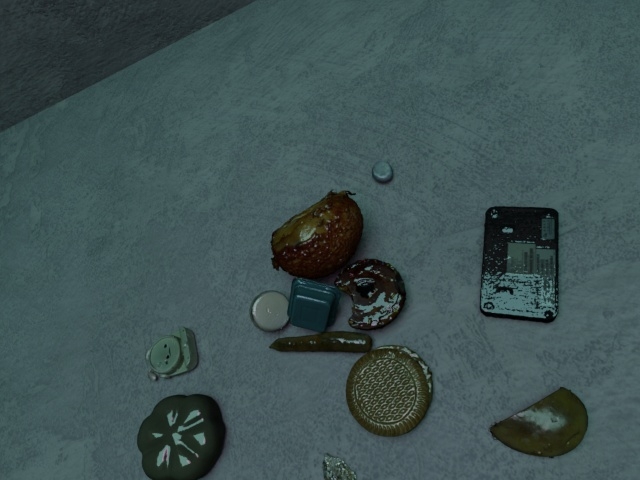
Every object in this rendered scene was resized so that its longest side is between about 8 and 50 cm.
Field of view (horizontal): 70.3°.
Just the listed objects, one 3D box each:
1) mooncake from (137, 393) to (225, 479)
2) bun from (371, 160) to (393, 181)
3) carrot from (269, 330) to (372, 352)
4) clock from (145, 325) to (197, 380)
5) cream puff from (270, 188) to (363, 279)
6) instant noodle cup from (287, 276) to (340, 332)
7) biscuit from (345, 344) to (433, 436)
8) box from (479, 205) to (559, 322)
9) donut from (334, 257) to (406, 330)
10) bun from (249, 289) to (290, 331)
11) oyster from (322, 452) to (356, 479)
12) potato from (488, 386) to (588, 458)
[{"bbox_3d":[-0.429,0.605,1.398,0.274,0.135,0.275,-6,63,11],"label":"mooncake"},{"bbox_3d":[0.222,-0.244,1.633,0.083,0.045,0.083,-6,67,14],"label":"bun"},{"bbox_3d":[-0.006,0.320,1.431,0.342,0.070,0.070,-5,64,18],"label":"carrot"},{"bbox_3d":[-0.522,0.396,1.566,0.190,0.062,0.152,-25,60,6],"label":"clock"},{"bbox_3d":[-0.003,0.001,1.458,0.350,0.350,0.229,-32,99,2],"label":"cream puff"},{"bbox_3d":[-0.027,0.209,1.409,0.157,0.179,0.070,14,36,4],"label":"instant noodle cup"},{"bbox_3d":[0.198,0.425,1.304,0.259,0.079,0.259,-8,63,16],"label":"biscuit"},{"bbox_3d":[0.593,0.063,1.358,0.211,0.058,0.350,3,67,19],"label":"box"},{"bbox_3d":[0.160,0.170,1.429,0.216,0.096,0.230,-31,60,-1],"label":"donut"},{"bbox_3d":[-0.170,0.234,1.512,0.138,0.094,0.138,2,82,-15],"label":"bun"},{"bbox_3d":[0.050,0.652,1.268,0.100,0.037,0.098,0,66,18],"label":"oyster"},{"bbox_3d":[0.566,0.477,1.149,0.243,0.098,0.138,-31,62,3],"label":"potato"}]
